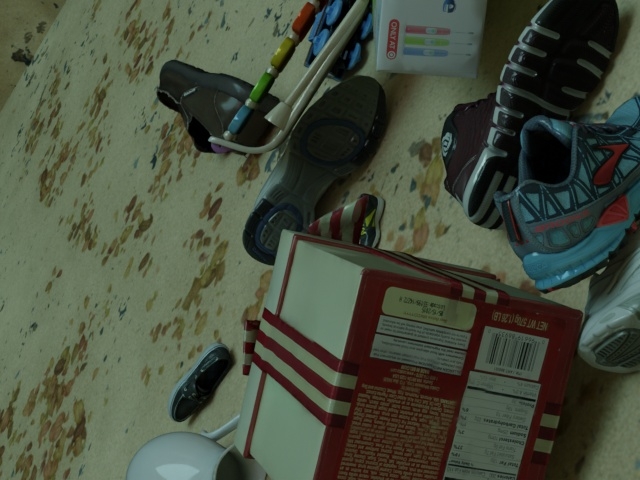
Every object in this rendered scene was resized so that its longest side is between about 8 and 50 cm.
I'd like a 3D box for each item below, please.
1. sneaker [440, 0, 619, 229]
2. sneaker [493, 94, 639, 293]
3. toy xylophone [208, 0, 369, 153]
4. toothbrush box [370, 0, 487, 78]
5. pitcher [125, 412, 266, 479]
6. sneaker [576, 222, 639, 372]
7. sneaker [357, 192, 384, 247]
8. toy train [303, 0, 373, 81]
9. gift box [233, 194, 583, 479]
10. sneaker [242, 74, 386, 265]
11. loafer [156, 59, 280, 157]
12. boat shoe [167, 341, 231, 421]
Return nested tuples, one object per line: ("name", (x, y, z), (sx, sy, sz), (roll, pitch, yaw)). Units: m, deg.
("sneaker", (0.204, -0.161, 1.264), (0.281, 0.106, 0.162), (-63, 25, 8))
("sneaker", (0.243, -0.075, 1.035), (0.104, 0.125, 0.262), (-26, 17, 48))
("toy xylophone", (-0.027, -0.236, 1.480), (0.322, 0.081, 0.236), (-57, 2, -4))
("toothbrush box", (0.127, -0.336, 1.356), (0.283, 0.122, 0.206), (-90, 4, -62))
("pitcher", (-0.152, 0.295, 1.532), (0.207, 0.125, 0.177), (-13, 37, 44))
("sneaker", (0.302, 0.015, 0.979), (0.232, 0.090, 0.115), (-39, 35, 39))
("sneaker", (0.056, -0.023, 1.481), (0.031, 0.035, 0.083), (-27, 47, 51))
("toy train", (0.032, -0.326, 1.717), (0.184, 0.080, 0.105), (-71, 19, -4))
("gift box", (0.082, 0.111, 1.089), (0.258, 0.255, 0.276), (20, 93, 69))
("sneaker", (-0.017, -0.110, 1.606), (0.297, 0.111, 0.129), (-53, 15, 14))
("loafer", (-0.202, -0.221, 1.970), (0.366, 0.134, 0.130), (23, 89, 62))
("boat shoe", (-0.178, 0.214, 1.693), (0.142, 0.049, 0.040), (-57, 30, 13))
